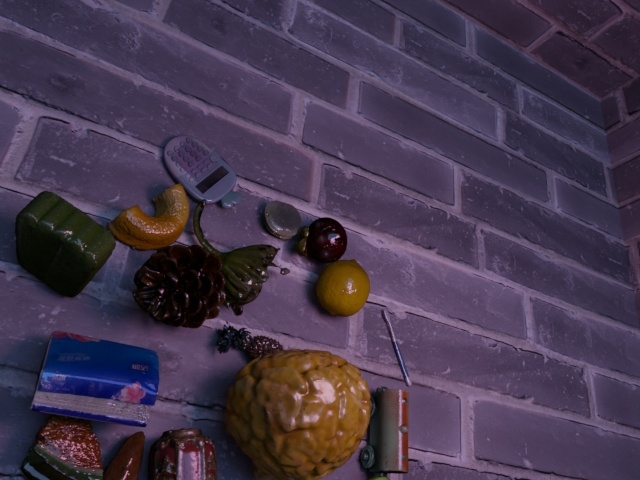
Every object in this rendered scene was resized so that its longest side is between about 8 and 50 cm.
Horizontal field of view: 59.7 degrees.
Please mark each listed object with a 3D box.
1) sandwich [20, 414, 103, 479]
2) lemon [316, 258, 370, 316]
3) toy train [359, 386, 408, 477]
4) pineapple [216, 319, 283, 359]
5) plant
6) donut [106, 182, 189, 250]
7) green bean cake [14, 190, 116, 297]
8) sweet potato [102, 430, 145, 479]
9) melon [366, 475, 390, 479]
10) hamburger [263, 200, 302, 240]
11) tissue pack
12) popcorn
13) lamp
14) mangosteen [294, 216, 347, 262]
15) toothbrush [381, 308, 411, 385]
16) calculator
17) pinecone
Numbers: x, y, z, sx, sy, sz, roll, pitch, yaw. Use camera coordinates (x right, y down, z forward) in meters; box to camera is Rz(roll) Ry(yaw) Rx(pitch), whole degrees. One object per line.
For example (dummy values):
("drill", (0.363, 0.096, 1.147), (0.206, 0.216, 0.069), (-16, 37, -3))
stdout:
("sandwich", (-0.591, 0.502, 1.320), (0.184, 0.109, 0.160), (35, 42, -15))
("lemon", (0.076, 0.152, 1.837), (0.178, 0.178, 0.203), (29, 73, -18))
("toy train", (0.212, 0.592, 1.726), (0.116, 0.177, 0.286), (20, 59, -25))
("pineapple", (-0.201, 0.318, 1.652), (0.221, 0.083, 0.103), (25, 57, -18))
("plant", (-0.292, 0.068, 1.716), (0.333, 0.180, 0.251), (28, 60, 15))
("donut", (-0.475, -0.059, 1.654), (0.259, 0.101, 0.152), (-40, 98, -41))
("green bean cake", (-0.656, 0.016, 1.412), (0.222, 0.248, 0.125), (36, 43, -13))
("sweet potato", (-0.492, 0.586, 1.353), (0.097, 0.097, 0.252), (30, 51, -17))
("melon", (0.165, 0.795, 1.637), (0.265, 0.129, 0.169), (41, 49, -16))
("hamburger", (-0.130, -0.067, 1.886), (0.139, 0.062, 0.133), (9, 61, -27))
("tissue pack", (-0.537, 0.331, 1.357), (0.269, 0.137, 0.209), (19, 16, -22))
("popcorn", (-0.059, 0.467, 1.501), (0.389, 0.354, 0.344), (-10, 68, 11))
("lamp", (-0.340, 0.610, 1.386), (0.177, 0.177, 0.274), (7, 63, -29))
("mangosteen", (0.000, 0.000, 1.880), (0.180, 0.166, 0.166), (-3, 69, -8))
("toothbrush", (0.266, 0.375, 1.957), (0.019, 0.025, 0.276), (-11, 77, -29))
("calculator", (-0.380, -0.216, 1.811), (0.299, 0.041, 0.185), (45, 53, -4))
("pinecone", (-0.386, 0.121, 1.520), (0.243, 0.309, 0.244), (-1, 84, 6))
